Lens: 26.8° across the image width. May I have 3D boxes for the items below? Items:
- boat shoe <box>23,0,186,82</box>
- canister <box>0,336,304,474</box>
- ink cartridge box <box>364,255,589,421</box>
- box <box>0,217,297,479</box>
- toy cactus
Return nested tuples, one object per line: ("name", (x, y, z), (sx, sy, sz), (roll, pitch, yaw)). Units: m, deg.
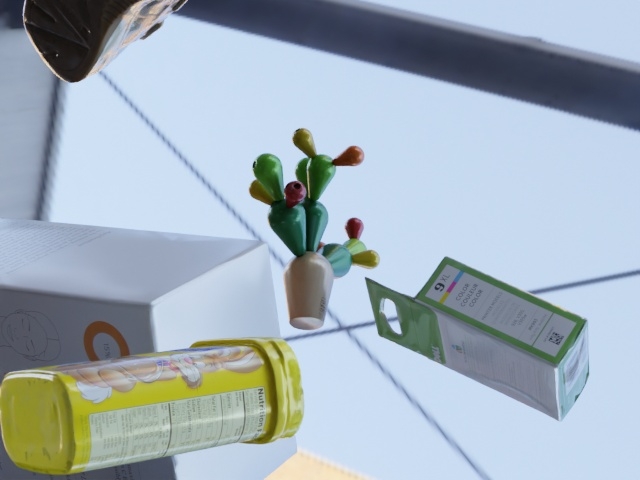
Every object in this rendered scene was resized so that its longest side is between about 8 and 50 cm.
("boat shoe", (-0.129, -0.222, 1.003), (0.109, 0.098, 0.302), (54, -36, 2))
("canister", (-0.115, 0.110, 0.904), (0.126, 0.170, 0.073), (-8, -92, 55))
("ink cartridge box", (0.151, 0.083, 1.288), (0.209, 0.062, 0.109), (24, -27, 26))
("box", (-0.218, 0.112, 1.241), (0.345, 0.168, 0.215), (6, -68, 34))
("toy cactus", (0.000, 0.000, 1.324), (0.112, 0.219, 0.180), (-5, -117, 15))
